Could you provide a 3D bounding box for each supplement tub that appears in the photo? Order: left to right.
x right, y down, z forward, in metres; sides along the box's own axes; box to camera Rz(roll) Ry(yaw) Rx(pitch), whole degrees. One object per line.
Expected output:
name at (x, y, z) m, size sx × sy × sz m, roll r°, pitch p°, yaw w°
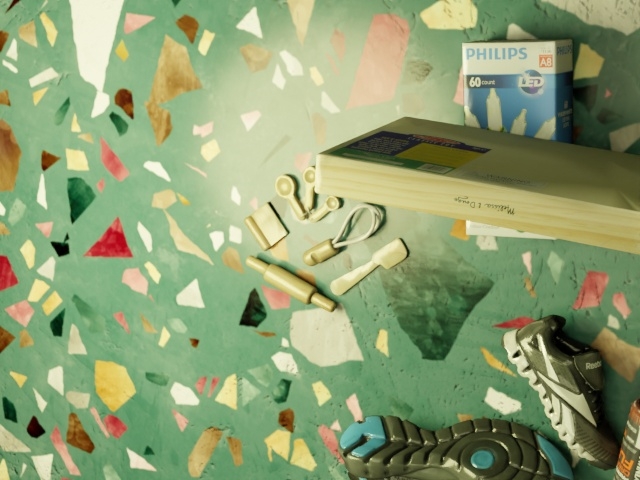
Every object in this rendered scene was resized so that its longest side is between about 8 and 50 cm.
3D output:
supplement tub at (0.442, 0.313, 1.846) m, size 0.106 × 0.106 × 0.198 m, roll 17°, pitch 108°, yaw 25°

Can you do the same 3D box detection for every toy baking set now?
toy baking set at (-0.004, 0.005, 2.076) m, size 0.256 × 0.030 × 0.197 m, roll 33°, pitch 114°, yaw 20°

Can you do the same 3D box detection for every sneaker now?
sneaker at (0.198, 0.335, 2.002) m, size 0.341 × 0.125 × 0.139 m, roll 6°, pitch 130°, yaw 25°
sneaker at (0.348, 0.199, 1.892) m, size 0.106 × 0.078 × 0.234 m, roll -41°, pitch 78°, yaw 32°

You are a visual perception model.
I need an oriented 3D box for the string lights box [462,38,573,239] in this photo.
string lights box at (0.265, -0.137, 1.869) m, size 0.133 × 0.077 × 0.260 m, roll 3°, pitch 102°, yaw 28°

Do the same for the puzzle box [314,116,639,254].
puzzle box at (0.231, -0.076, 1.700) m, size 0.409 × 0.272 × 0.052 m, roll 12°, pitch 110°, yaw 25°
